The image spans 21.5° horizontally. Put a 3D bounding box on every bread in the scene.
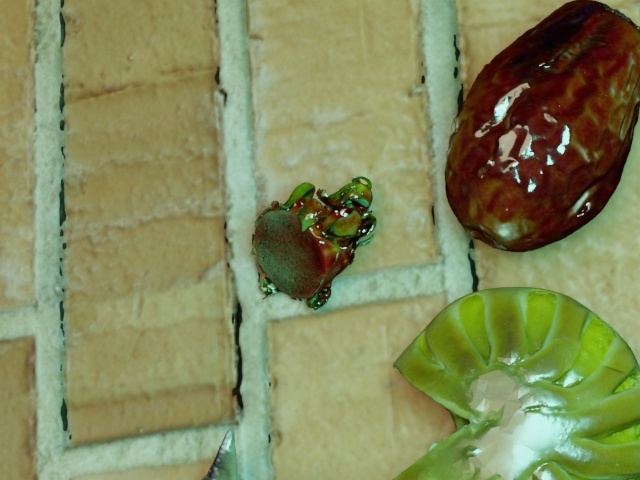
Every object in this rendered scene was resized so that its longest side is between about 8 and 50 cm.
[{"bbox_3d":[0.200,0.207,1.785,0.333,0.160,0.333,-5,74,18],"label":"bread"}]

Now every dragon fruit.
[{"bbox_3d":[0.000,0.000,1.957,0.175,0.142,0.138,-33,105,-11],"label":"dragon fruit"}]

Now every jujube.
[{"bbox_3d":[0.253,-0.123,1.850,0.197,0.197,0.290,28,77,26],"label":"jujube"}]

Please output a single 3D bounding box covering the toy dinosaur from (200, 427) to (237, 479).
[{"bbox_3d":[-0.115,0.370,1.901,0.162,0.077,0.294,24,85,26],"label":"toy dinosaur"}]
